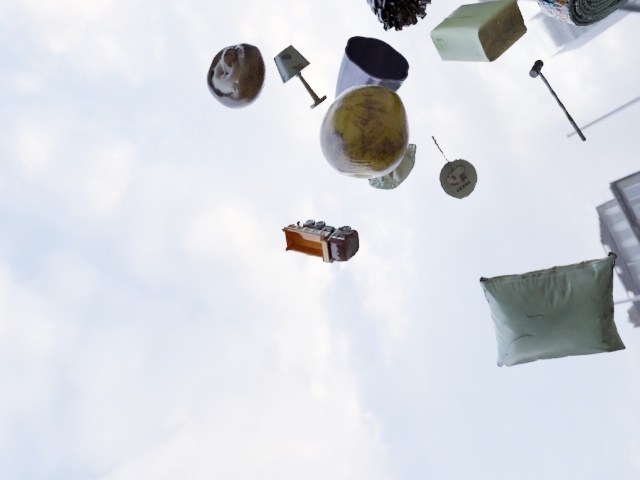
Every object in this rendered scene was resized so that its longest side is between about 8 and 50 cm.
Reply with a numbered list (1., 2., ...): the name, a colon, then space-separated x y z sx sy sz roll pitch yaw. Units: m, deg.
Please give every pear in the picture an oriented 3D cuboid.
1. pear: 0.128 -0.311 1.372 0.281 0.281 0.280 14 -116 -29

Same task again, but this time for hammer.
1. hammer: 0.691 -0.392 1.366 0.292 0.029 0.058 45 -117 -19

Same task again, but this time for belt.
1. belt: 0.762 -0.719 1.305 0.295 0.206 0.160 -23 -137 -11

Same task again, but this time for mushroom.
1. mushroom: -0.300 -0.600 1.727 0.153 0.253 0.252 3 -112 -53

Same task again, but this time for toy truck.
1. toy truck: 0.000 0.000 1.710 0.135 0.271 0.114 -43 -45 -45

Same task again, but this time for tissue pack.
1. tissue pack: 0.472 -0.633 1.441 0.159 0.234 0.125 -40 -59 -5

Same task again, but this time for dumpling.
1. dumpling: 0.234 -0.235 1.542 0.112 0.181 0.154 8 -112 -19

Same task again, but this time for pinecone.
1. pinecone: 0.283 -0.916 1.722 0.295 0.242 0.298 60 -163 10

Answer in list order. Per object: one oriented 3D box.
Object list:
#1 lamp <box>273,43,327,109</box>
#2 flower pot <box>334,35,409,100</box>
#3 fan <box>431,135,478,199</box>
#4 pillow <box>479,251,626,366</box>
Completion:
1. lamp: -0.069 -0.558 1.633 0.214 0.121 0.121 52 -129 -17
2. flower pot: 0.176 -0.600 1.816 0.265 0.243 0.264 11 -130 -13
3. fan: 0.598 -0.343 2.183 0.191 0.009 0.329 -36 -86 -7
4. pillow: 0.571 0.185 1.173 0.119 0.311 0.312 -75 -34 -58
